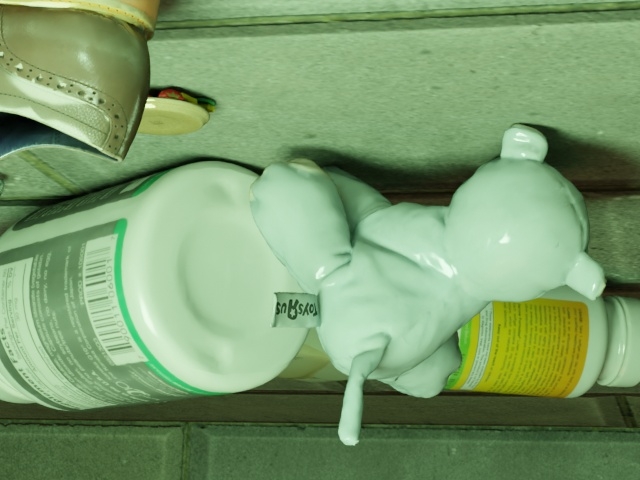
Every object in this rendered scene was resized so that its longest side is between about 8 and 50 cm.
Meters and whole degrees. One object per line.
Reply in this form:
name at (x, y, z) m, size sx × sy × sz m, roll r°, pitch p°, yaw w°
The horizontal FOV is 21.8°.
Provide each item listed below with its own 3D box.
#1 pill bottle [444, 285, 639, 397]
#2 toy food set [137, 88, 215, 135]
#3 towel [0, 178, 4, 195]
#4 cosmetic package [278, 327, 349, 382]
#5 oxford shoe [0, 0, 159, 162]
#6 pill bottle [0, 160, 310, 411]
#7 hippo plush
pill bottle at (0.232, 0.103, 1.829) m, size 0.245 × 0.136 × 0.136 m, roll 6°, pitch 167°, yaw -14°
toy food set at (-0.125, -0.099, 1.275) m, size 0.083 × 0.020 × 0.082 m, roll -7°, pitch 164°, yaw 34°
towel at (-0.495, -0.055, 1.457) m, size 0.312 × 0.056 × 0.324 m, roll -6°, pitch 164°, yaw 32°
cosmetic package at (-0.077, 0.081, 1.849) m, size 0.309 × 0.113 × 0.160 m, roll 13°, pitch 163°, yaw -36°
oxford shoe at (-0.282, -0.102, 1.039) m, size 0.363 × 0.133 × 0.130 m, roll -1°, pitch 167°, yaw 16°
pill bottle at (-0.189, 0.054, 1.546) m, size 0.204 × 0.204 × 0.361 m, roll 13°, pitch 164°, yaw -39°
hippo plush at (0.092, -0.009, 1.349) m, size 0.236 × 0.234 × 0.294 m, roll -33°, pitch 173°, yaw 14°
